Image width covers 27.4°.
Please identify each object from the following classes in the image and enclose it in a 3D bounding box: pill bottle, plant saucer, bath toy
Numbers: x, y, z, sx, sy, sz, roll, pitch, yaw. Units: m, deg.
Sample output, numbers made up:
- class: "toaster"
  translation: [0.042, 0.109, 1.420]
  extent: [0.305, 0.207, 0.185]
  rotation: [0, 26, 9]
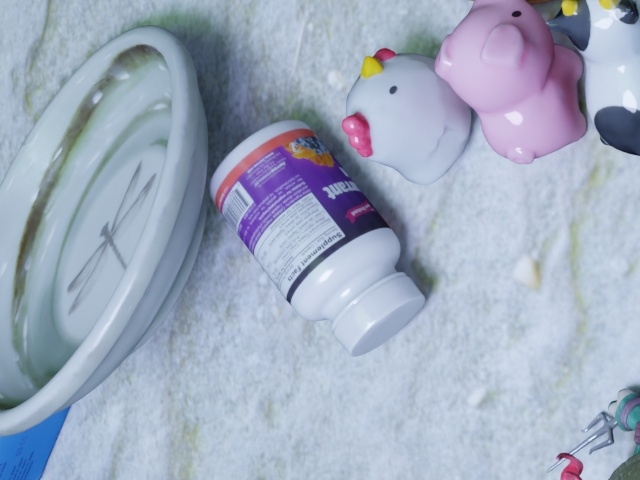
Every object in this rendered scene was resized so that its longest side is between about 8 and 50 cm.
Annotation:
- class: "pill bottle"
  translation: [0.000, 0.000, 1.118]
  extent: [0.193, 0.108, 0.108]
  rotation: [52, 125, 17]
- class: "plant saucer"
  translation: [-0.204, -0.001, 1.214]
  extent: [0.400, 0.100, 0.400]
  rotation: [-37, 40, 38]
- class: "bath toy"
  translation: [0.153, -0.121, 0.961]
  extent: [0.348, 0.129, 0.151]
  rotation: [-9, 94, 40]

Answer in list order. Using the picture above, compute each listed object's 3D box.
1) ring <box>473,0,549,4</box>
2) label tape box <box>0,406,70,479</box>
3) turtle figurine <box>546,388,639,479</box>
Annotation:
- class: "ring"
  translation: [0.142, -0.347, 0.987]
  extent: [0.336, 0.032, 0.336]
  rotation: [9, 105, 36]
- class: "label tape box"
  translation: [-0.414, 0.092, 1.464]
  extent: [0.334, 0.106, 0.240]
  rotation: [41, 120, 25]
- class: "turtle figurine"
  translation: [0.270, 0.184, 0.945]
  extent: [0.234, 0.118, 0.175]
  rotation: [-30, 80, 32]
